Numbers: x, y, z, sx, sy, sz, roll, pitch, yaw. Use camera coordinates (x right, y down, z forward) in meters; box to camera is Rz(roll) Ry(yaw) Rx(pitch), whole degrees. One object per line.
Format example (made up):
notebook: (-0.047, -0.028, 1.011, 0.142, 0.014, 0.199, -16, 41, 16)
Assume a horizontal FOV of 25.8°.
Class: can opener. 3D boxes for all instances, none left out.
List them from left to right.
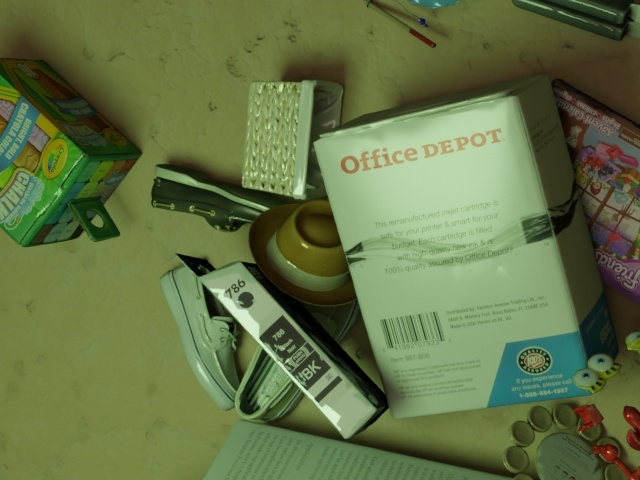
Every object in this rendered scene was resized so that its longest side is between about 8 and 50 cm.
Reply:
can opener: (0.390, -0.309, 1.841, 0.280, 0.074, 0.093, 17, 65, 15)

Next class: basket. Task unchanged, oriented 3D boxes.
basket: (-0.041, -0.145, 1.968, 0.103, 0.113, 0.167, 8, 96, 22)

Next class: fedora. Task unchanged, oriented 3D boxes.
fedora: (0.000, 0.000, 1.885, 0.194, 0.194, 0.079, 42, 132, 11)

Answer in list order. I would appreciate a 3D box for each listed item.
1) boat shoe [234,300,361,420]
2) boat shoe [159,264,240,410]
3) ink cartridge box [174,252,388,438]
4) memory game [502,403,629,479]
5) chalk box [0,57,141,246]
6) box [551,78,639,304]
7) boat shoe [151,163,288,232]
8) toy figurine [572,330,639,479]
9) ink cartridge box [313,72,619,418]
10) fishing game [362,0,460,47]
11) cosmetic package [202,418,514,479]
boat shoe: (-0.025, 0.133, 1.991, 0.109, 0.094, 0.302, 29, 102, 15)
boat shoe: (-0.160, 0.134, 2.039, 0.076, 0.083, 0.226, -29, 81, 14)
ink cartridge box: (-0.045, 0.119, 1.862, 0.065, 0.165, 0.333, -45, 81, 5)
memory game: (0.326, 0.303, 1.859, 0.186, 0.186, 0.012, 48, 146, 10)
chalk box: (-0.403, -0.112, 2.058, 0.289, 0.180, 0.179, 41, 106, 10)
box: (0.387, -0.057, 1.856, 0.293, 0.057, 0.201, 32, 104, 14)
boat shoe: (-0.144, -0.050, 2.029, 0.227, 0.081, 0.069, 19, 103, 24)
toy figurine: (0.502, 0.148, 1.659, 0.362, 0.217, 0.191, -28, 85, -24)
ink cartridge box: (0.194, 0.008, 1.819, 0.285, 0.166, 0.395, -10, 102, 27)
fishing game: (0.163, -0.408, 1.908, 0.189, 0.041, 0.264, 36, 112, 27)
cosmetic package: (0.058, 0.412, 1.893, 0.453, 0.230, 0.161, 10, 128, 19)
